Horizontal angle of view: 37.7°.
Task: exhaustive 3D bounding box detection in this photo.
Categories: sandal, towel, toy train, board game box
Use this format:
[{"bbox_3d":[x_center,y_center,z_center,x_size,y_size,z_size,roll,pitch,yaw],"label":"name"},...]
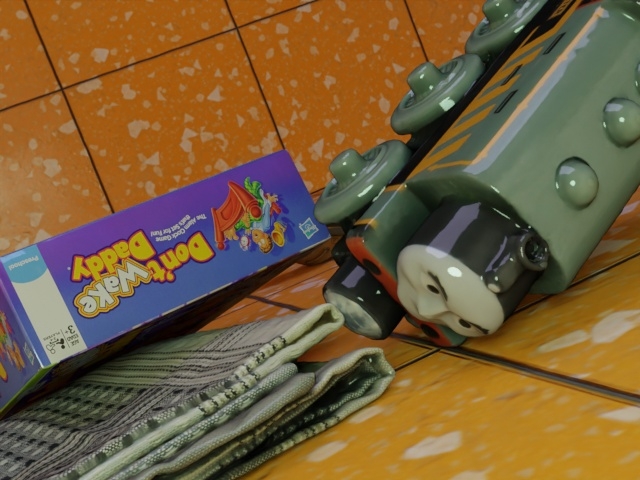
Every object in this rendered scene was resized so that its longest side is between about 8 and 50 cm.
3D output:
[{"bbox_3d":[0.000,0.000,1.175,0.219,0.060,0.090,-8,7,-21],"label":"sandal"},{"bbox_3d":[-0.155,0.127,0.568,0.312,0.056,0.324,-25,8,-34],"label":"towel"},{"bbox_3d":[0.136,-0.069,0.600,0.334,0.142,0.190,-48,16,-22],"label":"toy train"},{"bbox_3d":[-0.172,0.057,0.780,0.233,0.078,0.347,-24,-6,-31],"label":"board game box"}]
